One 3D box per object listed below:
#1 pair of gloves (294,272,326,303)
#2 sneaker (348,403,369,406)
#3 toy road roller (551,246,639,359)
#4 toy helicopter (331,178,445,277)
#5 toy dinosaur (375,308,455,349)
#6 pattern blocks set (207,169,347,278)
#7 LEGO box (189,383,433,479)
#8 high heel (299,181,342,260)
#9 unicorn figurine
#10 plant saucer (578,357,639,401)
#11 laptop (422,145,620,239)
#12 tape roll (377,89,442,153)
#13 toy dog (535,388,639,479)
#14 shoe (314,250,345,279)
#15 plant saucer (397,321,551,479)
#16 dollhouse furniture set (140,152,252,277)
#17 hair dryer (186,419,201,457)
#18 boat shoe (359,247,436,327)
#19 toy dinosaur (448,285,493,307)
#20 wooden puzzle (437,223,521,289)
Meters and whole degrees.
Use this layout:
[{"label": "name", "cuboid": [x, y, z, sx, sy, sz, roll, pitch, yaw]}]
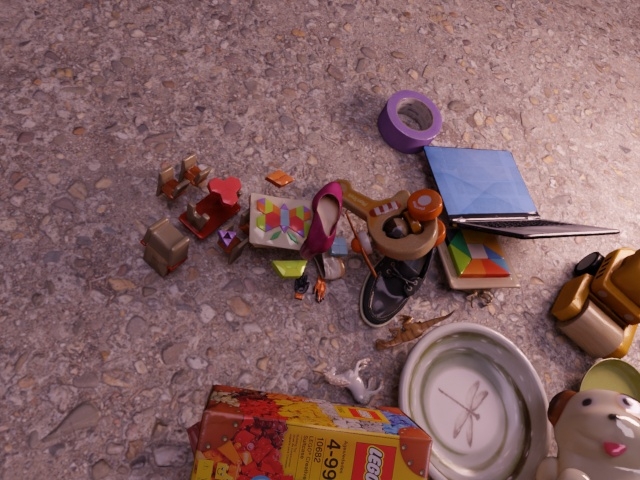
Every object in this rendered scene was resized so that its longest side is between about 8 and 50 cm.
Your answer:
[{"label": "pair of gloves", "cuboid": [-0.025, 0.121, 1.169, 0.083, 0.010, 0.074, 11, 65, -10]}, {"label": "sneaker", "cuboid": [0.106, 0.468, 0.993, 0.321, 0.124, 0.180, 41, 44, -13]}, {"label": "toy road roller", "cuboid": [0.844, 0.155, 1.292, 0.202, 0.241, 0.329, 43, 62, 5]}, {"label": "toy helicopter", "cuboid": [0.133, -0.056, 1.189, 0.235, 0.140, 0.355, -44, 52, -16]}, {"label": "toy dinosaur", "cuboid": [0.241, 0.221, 1.144, 0.211, 0.112, 0.064, -30, 102, 10]}, {"label": "pattern blocks set", "cuboid": [-0.091, -0.046, 1.106, 0.324, 0.026, 0.286, -7, 69, -29]}, {"label": "LEGO box", "cuboid": [-0.051, 0.534, 0.772, 0.371, 0.193, 0.501, 10, 85, -7]}, {"label": "high heel", "cuboid": [0.021, -0.069, 1.085, 0.082, 0.117, 0.244, 35, 53, -10]}, {"label": "unicorn figurine", "cuboid": [0.080, 0.330, 1.079, 0.111, 0.060, 0.162, -35, 80, -28]}, {"label": "plant saucer", "cuboid": [0.787, 0.441, 1.240, 0.240, 0.037, 0.241, 3, 79, -13]}, {"label": "laptop", "cuboid": [0.565, -0.153, 1.331, 0.381, 0.407, 0.237, -3, 100, -26]}, {"label": "tape roll", "cuboid": [0.281, -0.374, 1.446, 0.188, 0.080, 0.189, 6, 66, -14]}, {"label": "toy dog", "cuboid": [0.609, 0.524, 0.959, 0.395, 0.284, 0.409, 16, 78, -51]}, {"label": "shoe", "cuboid": [0.000, 0.000, 1.193, 0.058, 0.076, 0.219, -13, 73, -27]}, {"label": "plant saucer", "cuboid": [0.356, 0.404, 1.110, 0.399, 0.100, 0.401, 7, 65, -15]}, {"label": "dollhouse furniture set", "cuboid": [-0.302, -0.040, 1.111, 0.262, 0.135, 0.259, 42, 50, 4]}, {"label": "hair dryer", "cuboid": [-0.148, 0.458, 0.961, 0.293, 0.080, 0.224, 26, 46, -11]}, {"label": "boat shoe", "cuboid": [0.220, 0.076, 1.206, 0.127, 0.113, 0.340, 41, 62, 3]}, {"label": "toy dinosaur", "cuboid": [0.454, 0.135, 1.287, 0.182, 0.053, 0.093, -7, 68, -20]}, {"label": "wooden puzzle", "cuboid": [0.442, 0.037, 1.309, 0.238, 0.044, 0.221, 3, 53, -17]}]
